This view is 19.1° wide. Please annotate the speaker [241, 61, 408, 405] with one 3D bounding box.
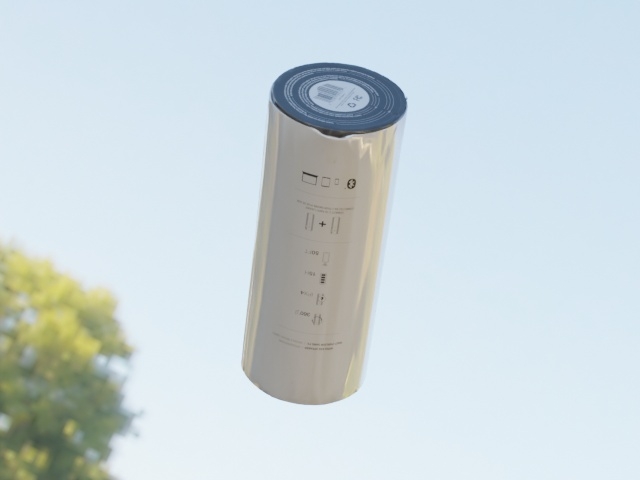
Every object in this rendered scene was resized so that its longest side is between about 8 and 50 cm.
[{"bbox_3d":[0.000,0.000,0.767,0.055,0.055,0.136,19,-54,18],"label":"speaker"}]
